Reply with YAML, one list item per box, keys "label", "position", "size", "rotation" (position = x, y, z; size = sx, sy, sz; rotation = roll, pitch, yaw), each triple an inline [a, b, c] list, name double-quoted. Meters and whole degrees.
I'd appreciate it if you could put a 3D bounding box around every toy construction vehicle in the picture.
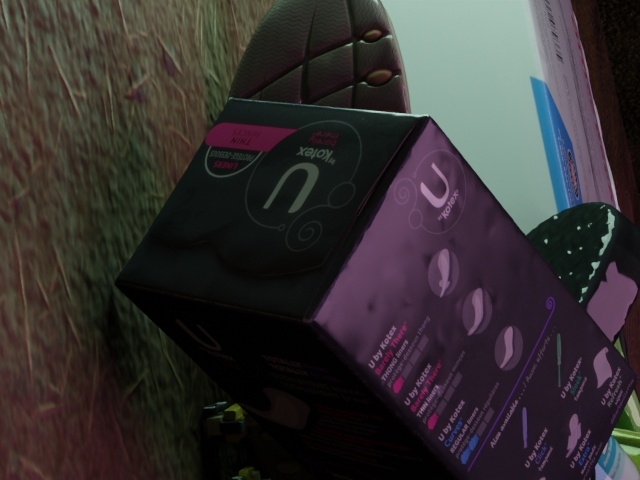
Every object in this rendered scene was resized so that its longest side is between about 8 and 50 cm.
- label: "toy construction vehicle"
  position: [-0.047, 0.144, 1.205]
  size: [0.098, 0.035, 0.086]
  rotation: [-1, 86, -75]

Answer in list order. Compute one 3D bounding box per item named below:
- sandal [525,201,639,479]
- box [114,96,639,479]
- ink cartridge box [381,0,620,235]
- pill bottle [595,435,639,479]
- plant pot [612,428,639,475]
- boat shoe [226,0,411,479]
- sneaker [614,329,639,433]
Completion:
- label: "sandal"
  position: [0.125, 0.174, 1.263]
  size: [0.107, 0.167, 0.446]
  rotation: [40, 65, -20]
- label: "box"
  position: [0.040, 0.055, 1.112]
  size: [0.270, 0.165, 0.143]
  rotation: [48, 63, -39]
- label: "ink cartridge box"
  position: [0.168, -0.114, 1.826]
  size: [0.395, 0.166, 0.285]
  rotation: [5, 73, -75]
- label: "pill bottle"
  position: [0.115, 0.130, 1.445]
  size: [0.264, 0.146, 0.146]
  rotation: [51, 25, -14]
- label: "plant pot"
  position: [0.205, 0.403, 1.550]
  size: [0.353, 0.366, 0.366]
  rotation: [-55, 138, -50]
- label: "boat shoe"
  position: [0.000, 0.000, 1.311]
  size: [0.130, 0.132, 0.355]
  rotation: [-18, 111, -85]
- label: "sneaker"
  position: [0.317, 0.180, 2.288]
  size: [0.202, 0.185, 0.483]
  rotation: [-50, 134, -64]
